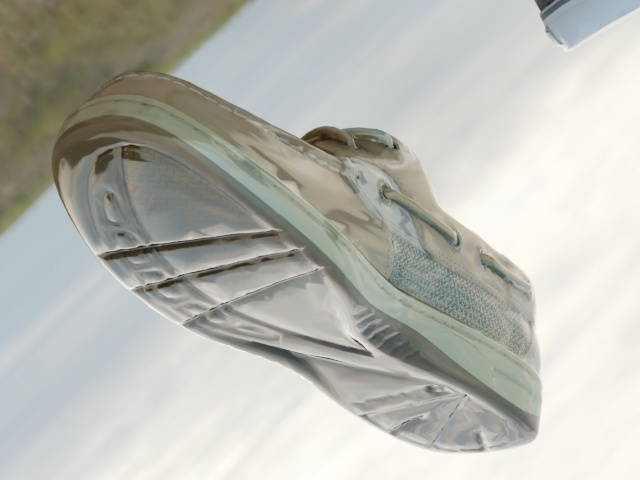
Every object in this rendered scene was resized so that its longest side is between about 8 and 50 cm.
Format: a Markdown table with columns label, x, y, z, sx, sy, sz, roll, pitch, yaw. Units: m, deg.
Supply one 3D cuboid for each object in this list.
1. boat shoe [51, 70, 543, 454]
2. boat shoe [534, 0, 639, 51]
| label | x | y | z | sx | sy | sz | roll | pitch | yaw |
| --- | --- | --- | --- | --- | --- | --- | --- | --- | --- |
| boat shoe | 0.000 | 0.000 | 0.856 | 0.121 | 0.341 | 0.110 | -10 | -123 | 35 |
| boat shoe | 0.189 | -0.174 | 0.770 | 0.228 | 0.076 | 0.080 | -31 | 179 | 23 |
